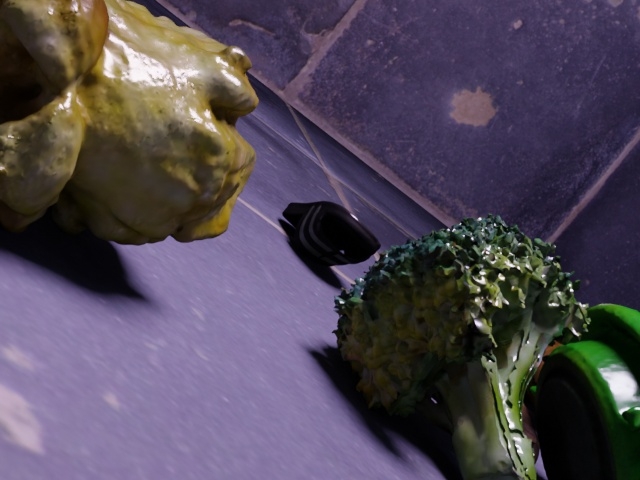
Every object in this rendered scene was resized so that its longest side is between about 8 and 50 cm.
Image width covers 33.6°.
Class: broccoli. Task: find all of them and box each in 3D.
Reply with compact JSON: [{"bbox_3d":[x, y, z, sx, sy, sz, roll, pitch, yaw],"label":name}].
[{"bbox_3d":[0.108,0.086,0.740,0.194,0.194,0.219,44,-14,29],"label":"broccoli"}]

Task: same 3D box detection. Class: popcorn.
[{"bbox_3d":[-0.127,-0.082,0.566,0.195,0.173,0.168,17,36,-56],"label":"popcorn"}]

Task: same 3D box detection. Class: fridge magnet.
[{"bbox_3d":[0.228,0.153,0.811,0.088,0.208,0.208,-8,23,-11],"label":"fridge magnet"}]

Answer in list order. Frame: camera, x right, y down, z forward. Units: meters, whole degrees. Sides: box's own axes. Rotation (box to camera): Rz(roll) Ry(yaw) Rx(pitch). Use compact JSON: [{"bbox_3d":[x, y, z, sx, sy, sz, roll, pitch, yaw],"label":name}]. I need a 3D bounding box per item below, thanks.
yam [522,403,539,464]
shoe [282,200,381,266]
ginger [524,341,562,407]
[{"bbox_3d":[0.153,0.145,0.915,0.046,0.046,0.264,38,8,-3],"label":"yam"},{"bbox_3d":[0.000,0.000,1.053,0.071,0.049,0.179,41,-12,-20],"label":"shoe"},{"bbox_3d":[0.280,0.174,1.127,0.133,0.107,0.309,61,1,-17],"label":"ginger"}]
